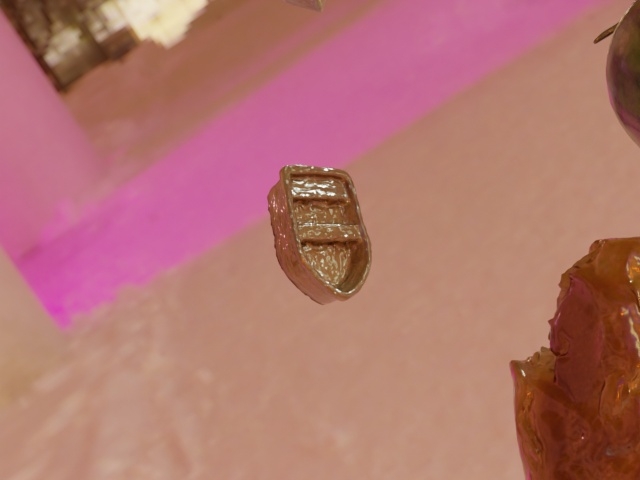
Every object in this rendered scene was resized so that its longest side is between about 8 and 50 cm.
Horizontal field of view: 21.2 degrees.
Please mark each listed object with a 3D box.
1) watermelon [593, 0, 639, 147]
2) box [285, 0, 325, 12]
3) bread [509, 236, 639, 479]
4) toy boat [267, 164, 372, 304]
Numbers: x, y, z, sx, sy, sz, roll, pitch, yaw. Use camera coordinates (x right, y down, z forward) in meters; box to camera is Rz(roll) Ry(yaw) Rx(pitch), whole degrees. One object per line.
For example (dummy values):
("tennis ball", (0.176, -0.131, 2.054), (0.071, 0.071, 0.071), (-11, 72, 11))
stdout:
("watermelon", (0.346, -0.153, 1.524), (0.188, 0.188, 0.214), (-31, 40, 7))
("box", (-0.015, -0.316, 1.333), (0.311, 0.043, 0.173), (57, -130, -72))
("bread", (0.206, 0.168, 0.999), (0.195, 0.344, 0.149), (8, -17, -36))
("toy boat", (0.000, 0.000, 2.203), (0.116, 0.188, 0.061), (3, -27, -33))
